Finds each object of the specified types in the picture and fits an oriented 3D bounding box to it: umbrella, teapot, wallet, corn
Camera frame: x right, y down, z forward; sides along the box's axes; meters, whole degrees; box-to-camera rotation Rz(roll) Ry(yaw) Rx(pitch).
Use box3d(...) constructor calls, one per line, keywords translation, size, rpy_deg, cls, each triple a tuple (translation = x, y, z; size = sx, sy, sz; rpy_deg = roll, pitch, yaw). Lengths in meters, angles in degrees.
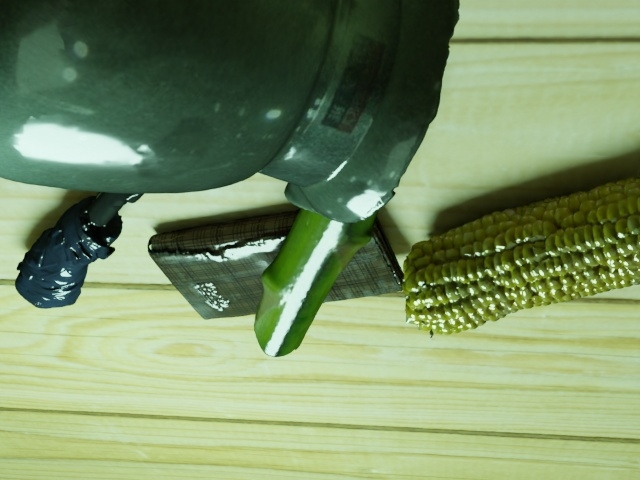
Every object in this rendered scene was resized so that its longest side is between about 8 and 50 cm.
box3d(translation=(-0.225, -0.006, 0.864), size=(0.071, 0.071, 0.248), rpy_deg=(23, 139, -24), cls="umbrella")
box3d(translation=(-0.038, -0.154, 0.530), size=(0.285, 0.305, 0.223), rpy_deg=(16, -178, -26), cls="teapot")
box3d(translation=(-0.043, 0.021, 0.881), size=(0.230, 0.042, 0.124), rpy_deg=(-11, 137, 20), cls="wallet")
box3d(translation=(0.198, 0.009, 0.770), size=(0.292, 0.101, 0.101), rpy_deg=(-18, 139, 34), cls="corn")

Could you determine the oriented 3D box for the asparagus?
box3d(translation=(0.001, -0.001, 0.778), size=(0.067, 0.060, 0.277), rpy_deg=(24, 131, -7), cls="asparagus")
